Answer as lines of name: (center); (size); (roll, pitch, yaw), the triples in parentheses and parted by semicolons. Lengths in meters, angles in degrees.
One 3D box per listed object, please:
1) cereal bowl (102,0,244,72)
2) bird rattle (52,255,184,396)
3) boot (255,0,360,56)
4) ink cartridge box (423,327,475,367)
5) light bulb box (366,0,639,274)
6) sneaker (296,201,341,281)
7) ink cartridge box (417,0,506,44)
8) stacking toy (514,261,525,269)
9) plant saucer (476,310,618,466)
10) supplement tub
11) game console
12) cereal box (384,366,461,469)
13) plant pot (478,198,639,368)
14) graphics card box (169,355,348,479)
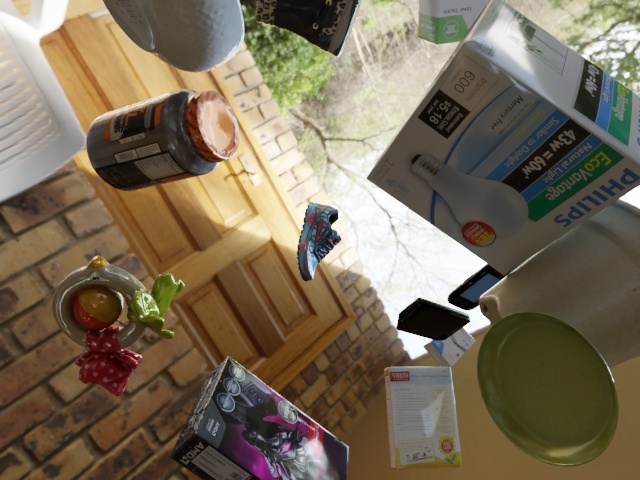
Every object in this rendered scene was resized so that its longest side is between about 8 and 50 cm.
cereal bowl: (-0.309, -0.459, 0.897); (0.141, 0.339, 0.339); (-45, -162, -19)
bird rattle: (-0.370, 0.136, 0.853); (0.253, 0.207, 0.143); (-39, -162, 21)
boot: (-0.010, -0.755, 1.371); (0.138, 0.283, 0.378); (-69, 177, -70)
ink cartridge box: (0.452, 0.343, 1.644); (0.180, 0.104, 0.060); (-34, 166, -30)
light bulb box: (0.345, -0.180, 0.918); (0.225, 0.360, 0.358); (-56, 180, -37)
sneaker: (0.000, 0.000, 1.457); (0.125, 0.262, 0.104); (6, 157, 9)
ink cartridge box: (0.372, -0.711, 1.232); (0.206, 0.354, 0.119); (-13, -146, -10)
stacking toy: (0.553, -0.031, 1.301); (0.130, 0.280, 0.309); (-14, -172, -18)
plant saucer: (0.362, 0.233, 0.775); (0.037, 0.241, 0.240); (-3, 177, -32)
supplement tub: (-0.358, -0.230, 1.103); (0.315, 0.194, 0.193); (-8, -159, 24)
game console: (0.398, 0.176, 1.396); (0.361, 0.213, 0.044); (-49, -143, 34)
cereal box: (0.255, 0.441, 1.206); (0.172, 0.241, 0.047); (3, 158, -10)
plant pot: (0.505, 0.130, 0.955); (0.305, 0.334, 0.334); (-30, -167, 0)
graphics card box: (-0.103, 0.436, 0.991); (0.094, 0.370, 0.233); (-46, -169, 21)
